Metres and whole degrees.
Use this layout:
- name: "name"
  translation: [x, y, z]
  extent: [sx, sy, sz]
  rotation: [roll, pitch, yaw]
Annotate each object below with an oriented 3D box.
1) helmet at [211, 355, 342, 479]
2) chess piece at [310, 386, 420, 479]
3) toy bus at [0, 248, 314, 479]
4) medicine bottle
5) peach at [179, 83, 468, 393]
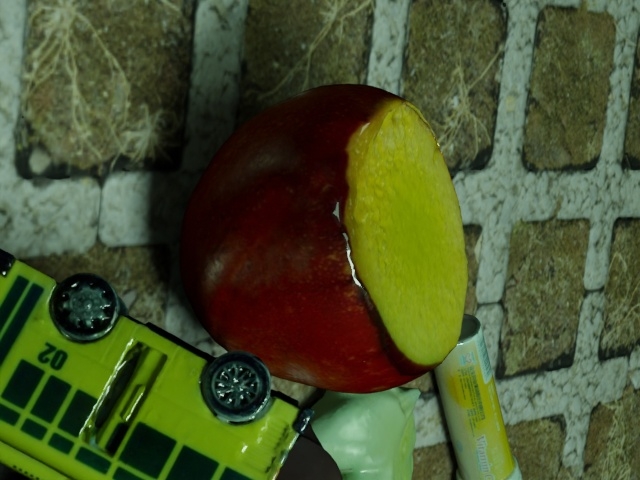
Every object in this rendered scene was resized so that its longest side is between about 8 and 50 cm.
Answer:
- name: "helmet"
  translation: [-0.098, 0.246, 1.272]
  extent: [0.305, 0.177, 0.225]
  rotation: [-56, 152, -30]
- name: "chess piece"
  translation: [0.028, 0.277, 1.516]
  extent: [0.176, 0.176, 0.298]
  rotation: [3, 84, -53]
- name: "toy bus"
  translation: [-0.149, 0.118, 1.130]
  extent: [0.150, 0.262, 0.128]
  rotation: [-62, 178, -10]
- name: "medicine bottle"
  translation: [0.167, 0.185, 1.713]
  extent: [0.074, 0.074, 0.218]
  rotation: [-41, 127, -39]
- name: "peach"
  translation: [0.000, 0.000, 1.308]
  extent: [0.274, 0.245, 0.248]
  rotation: [64, 6, -55]
